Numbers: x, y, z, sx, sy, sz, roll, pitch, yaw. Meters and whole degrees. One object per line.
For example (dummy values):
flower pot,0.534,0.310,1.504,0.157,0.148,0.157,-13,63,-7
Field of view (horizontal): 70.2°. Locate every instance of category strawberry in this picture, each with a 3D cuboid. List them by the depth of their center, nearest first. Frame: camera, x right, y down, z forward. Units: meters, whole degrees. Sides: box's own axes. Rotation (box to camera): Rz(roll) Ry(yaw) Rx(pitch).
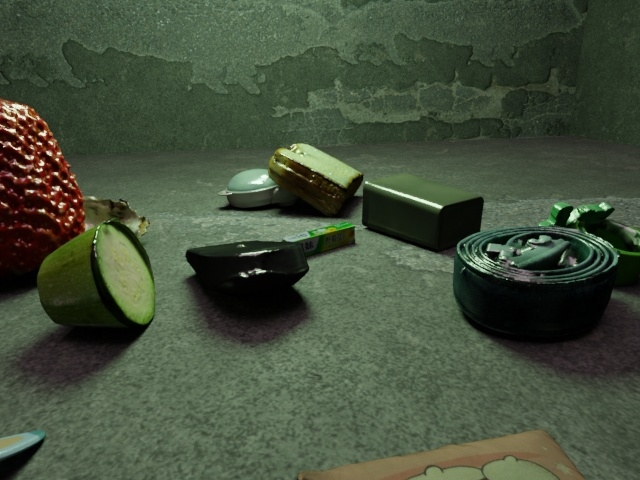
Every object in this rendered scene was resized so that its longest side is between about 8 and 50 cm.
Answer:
strawberry,-0.625,-0.095,0.856,0.313,0.350,0.267,-1,26,-16

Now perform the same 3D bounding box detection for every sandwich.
sandwich,-0.015,-0.195,1.345,0.249,0.095,0.273,31,24,4

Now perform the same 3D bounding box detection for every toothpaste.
toothpaste,0.000,0.000,0.997,0.179,0.043,0.037,-15,26,-35

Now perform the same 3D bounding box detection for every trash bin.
trash bin,0.234,-0.070,1.074,0.164,0.122,0.241,-14,25,-31

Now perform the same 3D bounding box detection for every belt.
belt,0.335,0.054,0.707,0.268,0.116,0.206,-13,25,-22

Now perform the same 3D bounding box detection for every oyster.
oyster,-0.550,-0.027,1.082,0.295,0.093,0.166,12,40,10

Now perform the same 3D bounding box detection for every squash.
squash,-0.334,0.058,0.690,0.123,0.170,0.170,-12,18,7

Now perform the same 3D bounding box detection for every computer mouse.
computer mouse,-0.133,0.049,0.811,0.169,0.087,0.295,-8,7,-28

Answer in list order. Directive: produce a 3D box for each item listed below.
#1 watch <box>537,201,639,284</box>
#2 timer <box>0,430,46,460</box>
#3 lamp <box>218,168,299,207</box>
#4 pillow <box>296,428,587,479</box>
watch,0.498,0.017,0.833,0.166,0.131,0.152,-4,37,-19
timer,-0.372,0.170,0.352,0.176,0.175,0.255,3,18,13
lamp,-0.177,-0.163,1.387,0.246,0.107,0.179,1,23,6
pillow,0.112,0.216,0.295,0.237,0.083,0.223,-1,18,-9
